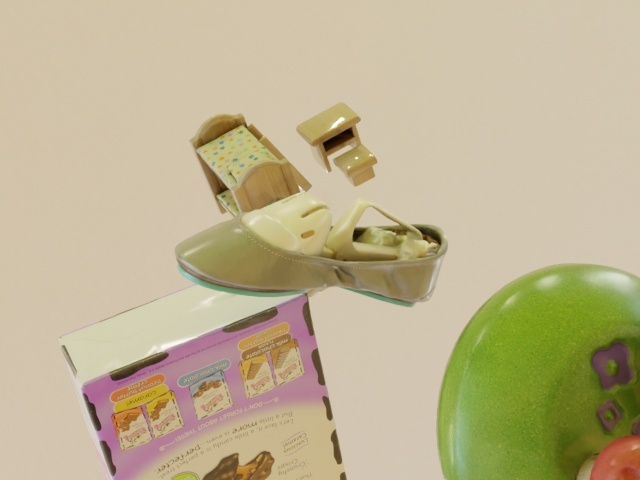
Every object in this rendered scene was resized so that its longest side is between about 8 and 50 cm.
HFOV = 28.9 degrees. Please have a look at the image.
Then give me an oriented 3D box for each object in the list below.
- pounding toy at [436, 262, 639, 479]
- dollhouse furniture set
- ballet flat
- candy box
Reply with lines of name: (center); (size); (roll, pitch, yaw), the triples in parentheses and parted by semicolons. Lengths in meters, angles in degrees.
pounding toy: (0.189, 0.105, 0.655); (0.237, 0.110, 0.183); (14, -101, -20)
dollhouse furniture set: (-0.006, -0.061, 1.143); (0.161, 0.182, 0.101); (-30, -50, -12)
ballet flat: (0.000, 0.000, 0.814); (0.213, 0.072, 0.068); (8, -68, -41)
candy box: (-0.078, 0.133, 0.891); (0.165, 0.070, 0.196); (-21, -58, -16)
